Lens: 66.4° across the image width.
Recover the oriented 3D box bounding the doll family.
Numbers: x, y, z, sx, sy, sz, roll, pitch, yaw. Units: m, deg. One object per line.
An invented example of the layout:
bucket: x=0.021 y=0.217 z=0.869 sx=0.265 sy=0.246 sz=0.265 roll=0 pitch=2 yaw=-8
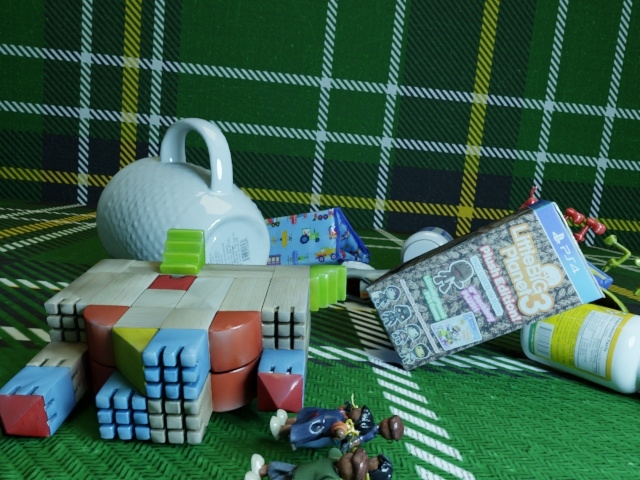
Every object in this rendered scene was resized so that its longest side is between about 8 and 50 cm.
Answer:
doll family: x=0.016 y=0.183 z=0.431 sx=0.112 sy=0.075 sz=0.193 roll=-13 pitch=9 yaw=10

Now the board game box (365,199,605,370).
board game box: x=0.255 y=0.062 z=0.786 sx=0.291 sy=0.141 sz=0.232 roll=-27 pitch=-4 yaw=20

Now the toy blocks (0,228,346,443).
toy blocks: x=-0.159 y=0.115 z=0.557 sx=0.382 sy=0.190 sz=0.261 roll=2 pitch=18 yaw=0

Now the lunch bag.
lunch bag: x=-0.004 y=0.034 z=1.318 sx=0.221 sy=0.138 sz=0.293 roll=-8 pitch=-18 yaw=20

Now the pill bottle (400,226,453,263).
pill bottle: x=0.319 y=0.043 z=1.446 sx=0.153 sy=0.152 sz=0.272 roll=7 pitch=8 yaw=18

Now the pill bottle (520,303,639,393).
pill bottle: x=0.429 y=0.160 z=0.743 sx=0.118 sy=0.117 sz=0.208 roll=0 pitch=9 yaw=-37

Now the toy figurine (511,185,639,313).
toy figurine: x=0.568 y=0.062 z=1.033 sx=0.217 sy=0.191 sz=0.362 roll=17 pitch=22 yaw=-32

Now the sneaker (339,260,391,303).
sneaker: x=0.151 y=0.108 z=1.101 sx=0.272 sy=0.100 sz=0.108 roll=1 pitch=15 yaw=19

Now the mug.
mug: x=-0.265 y=-0.062 z=1.011 sx=0.276 sy=0.373 sz=0.328 roll=-9 pitch=21 yaw=-43
